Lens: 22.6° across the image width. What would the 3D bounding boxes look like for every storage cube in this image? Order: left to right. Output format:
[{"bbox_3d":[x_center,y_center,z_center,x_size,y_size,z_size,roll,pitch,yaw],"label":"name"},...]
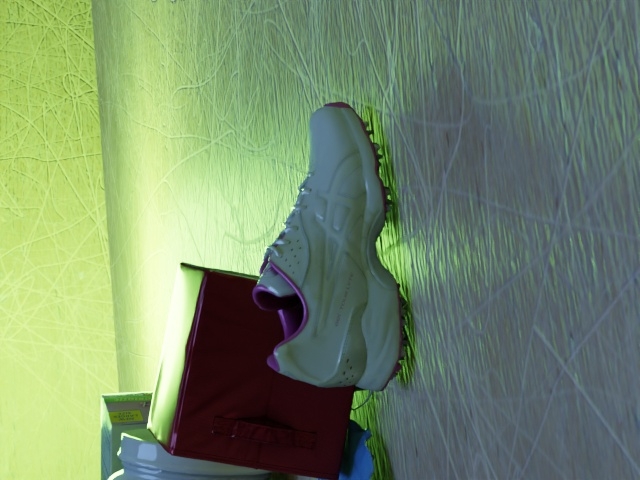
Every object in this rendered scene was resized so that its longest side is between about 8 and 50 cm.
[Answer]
[{"bbox_3d":[-0.068,0.135,1.711,0.215,0.183,0.193,-175,96,-76],"label":"storage cube"}]

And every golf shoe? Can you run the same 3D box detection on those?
[{"bbox_3d":[0.000,0.000,1.575,0.115,0.140,0.306,112,154,-62],"label":"golf shoe"}]

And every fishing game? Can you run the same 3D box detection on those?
[{"bbox_3d":[0.034,0.278,1.672,0.189,0.041,0.264,153,124,-71],"label":"fishing game"}]

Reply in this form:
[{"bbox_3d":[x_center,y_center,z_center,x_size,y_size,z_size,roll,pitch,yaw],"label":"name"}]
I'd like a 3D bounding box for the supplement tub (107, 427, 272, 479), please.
[{"bbox_3d":[-0.172,0.422,2.083,0.241,0.241,0.331,-177,93,-76],"label":"supplement tub"}]

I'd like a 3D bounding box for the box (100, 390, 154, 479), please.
[{"bbox_3d":[-0.199,0.342,2.268,0.117,0.213,0.243,-130,40,-67],"label":"box"}]

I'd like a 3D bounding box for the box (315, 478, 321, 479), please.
[{"bbox_3d":[0.009,0.313,1.816,0.136,0.028,0.081,117,148,-60],"label":"box"}]
